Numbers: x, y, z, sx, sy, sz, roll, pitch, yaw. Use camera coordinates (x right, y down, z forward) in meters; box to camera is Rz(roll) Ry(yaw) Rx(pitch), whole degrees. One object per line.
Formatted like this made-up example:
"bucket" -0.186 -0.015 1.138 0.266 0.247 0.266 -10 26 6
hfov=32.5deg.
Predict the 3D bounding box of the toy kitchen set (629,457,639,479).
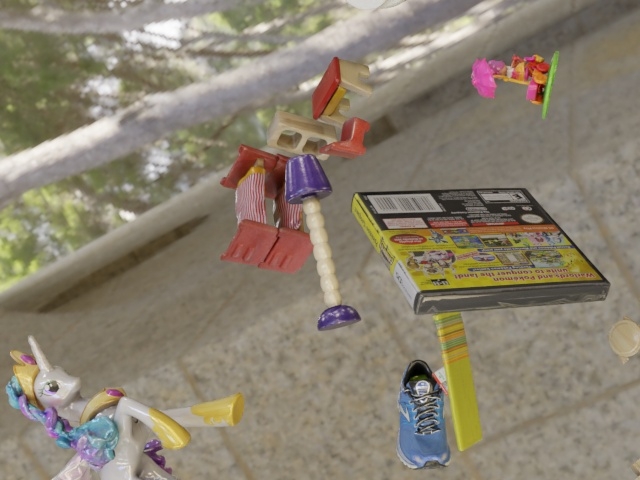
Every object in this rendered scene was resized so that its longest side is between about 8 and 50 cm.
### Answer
"toy kitchen set" 0.594 0.459 2.041 0.083 0.068 0.075 51 154 17

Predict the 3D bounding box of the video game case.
"video game case" 0.208 0.007 1.475 0.248 0.275 0.035 -120 33 -52

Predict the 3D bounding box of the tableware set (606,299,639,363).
"tableware set" 0.575 0.155 1.872 0.020 0.168 0.141 8 -151 -45

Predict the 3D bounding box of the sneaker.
"sneaker" 0.237 0.410 2.619 0.330 0.130 0.147 -98 3 -56

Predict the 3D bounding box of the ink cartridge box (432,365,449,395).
"ink cartridge box" 0.293 0.325 2.549 0.029 0.115 0.063 -32 -97 -26

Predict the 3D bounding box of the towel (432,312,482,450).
"towel" 0.235 0.237 1.899 0.102 0.021 0.237 -6 -95 -60

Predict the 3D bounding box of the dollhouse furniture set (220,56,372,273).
"dollhouse furniture set" -0.048 -0.136 1.968 0.152 0.374 0.201 13 -134 -20

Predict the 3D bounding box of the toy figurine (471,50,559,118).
"toy figurine" 0.378 -0.327 2.161 0.173 0.159 0.130 -65 -18 -48

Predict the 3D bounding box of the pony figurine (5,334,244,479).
"pony figurine" -0.297 0.324 1.638 0.303 0.363 0.351 -48 -34 -53

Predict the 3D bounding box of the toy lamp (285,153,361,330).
"toy lamp" 0.000 0.000 1.723 0.080 0.080 0.274 9 -116 -67

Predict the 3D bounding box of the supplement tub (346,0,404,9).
"supplement tub" 0.124 -0.468 1.813 0.200 0.144 0.144 -36 -81 -42
